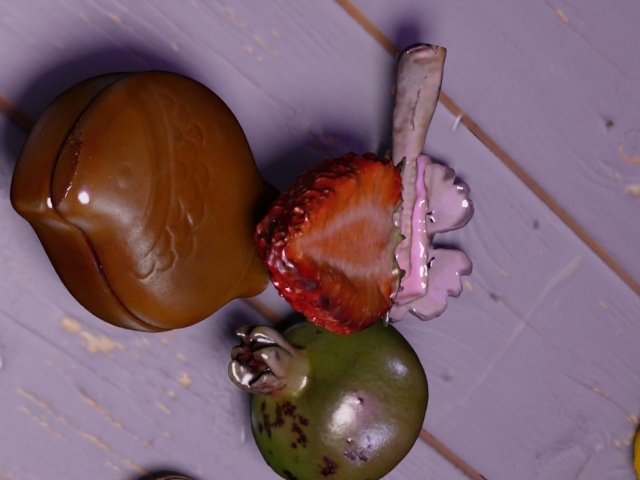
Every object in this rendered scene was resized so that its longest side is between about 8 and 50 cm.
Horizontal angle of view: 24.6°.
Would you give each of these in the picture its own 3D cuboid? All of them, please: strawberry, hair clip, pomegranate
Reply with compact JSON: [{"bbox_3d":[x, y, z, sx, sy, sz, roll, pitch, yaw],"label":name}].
[{"bbox_3d":[-0.002,0.016,1.325,0.228,0.098,0.174,-35,126,-57],"label":"strawberry"},{"bbox_3d":[0.084,-0.061,1.462,0.173,0.069,0.300,-7,117,-21],"label":"hair clip"},{"bbox_3d":[0.007,0.135,1.414,0.179,0.179,0.211,-33,121,-16],"label":"pomegranate"}]

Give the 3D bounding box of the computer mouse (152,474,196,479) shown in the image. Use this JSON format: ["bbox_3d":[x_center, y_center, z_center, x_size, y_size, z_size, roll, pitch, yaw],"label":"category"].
[{"bbox_3d":[-0.101,0.351,1.475,0.310,0.072,0.158,39,85,-29],"label":"computer mouse"}]

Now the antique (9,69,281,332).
[{"bbox_3d":[-0.153,-0.033,1.289,0.278,0.129,0.224,19,76,-53],"label":"antique"}]

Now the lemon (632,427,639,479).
[{"bbox_3d":[0.418,0.241,1.690,0.114,0.114,0.155,20,97,-30],"label":"lemon"}]
